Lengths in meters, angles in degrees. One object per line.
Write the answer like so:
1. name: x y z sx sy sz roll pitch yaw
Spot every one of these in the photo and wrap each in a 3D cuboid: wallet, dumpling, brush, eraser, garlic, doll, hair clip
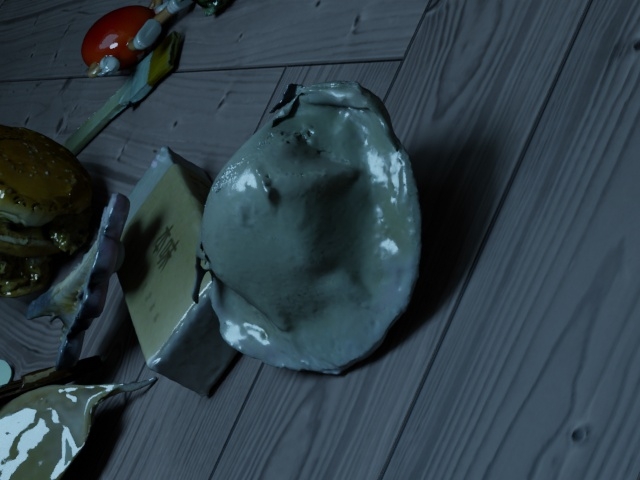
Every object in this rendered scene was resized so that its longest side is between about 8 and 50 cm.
1. wallet: -0.350 0.175 1.446 0.095 0.176 0.026 -29 80 48
2. dumpling: 0.001 -0.009 1.091 0.293 0.204 0.163 -62 -6 29
3. brush: -0.317 -0.206 1.857 0.336 0.020 0.085 -33 40 40
4. eraser: -0.156 0.021 1.355 0.144 0.078 0.343 -53 30 10
5. garlic: -0.330 0.282 1.378 0.196 0.151 0.338 16 67 37
6. doll: -0.293 -0.306 1.833 0.217 0.085 0.183 -12 34 42
7. hair clip: -0.273 0.048 1.390 0.257 0.075 0.146 -47 24 43

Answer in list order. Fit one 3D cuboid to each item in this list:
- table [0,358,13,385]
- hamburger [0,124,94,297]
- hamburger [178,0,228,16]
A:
1. table: -0.541 0.236 1.695 0.166 0.166 0.198 -13 46 52
2. hamburger: -0.445 -0.047 1.725 0.245 0.260 0.211 -28 -28 -55
3. hamburger: -0.164 -0.462 1.734 0.211 0.132 0.309 -53 29 18
